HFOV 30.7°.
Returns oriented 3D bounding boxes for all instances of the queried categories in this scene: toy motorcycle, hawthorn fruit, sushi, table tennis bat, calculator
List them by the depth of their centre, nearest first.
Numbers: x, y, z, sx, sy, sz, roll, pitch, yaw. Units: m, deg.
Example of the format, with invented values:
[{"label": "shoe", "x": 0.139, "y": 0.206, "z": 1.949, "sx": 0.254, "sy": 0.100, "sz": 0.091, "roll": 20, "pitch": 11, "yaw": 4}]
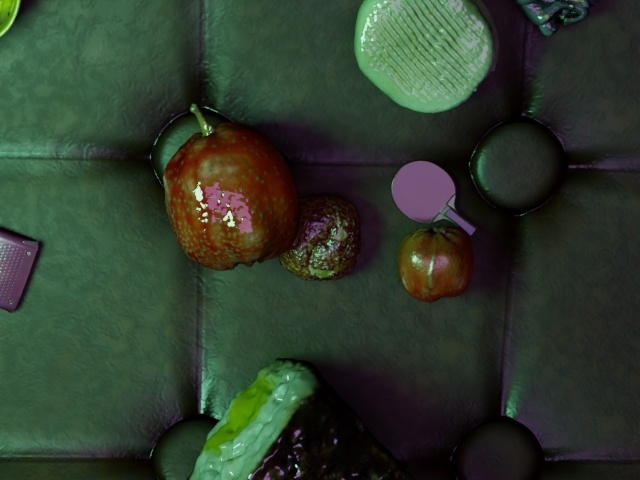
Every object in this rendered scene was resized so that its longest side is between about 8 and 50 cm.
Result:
[{"label": "hawthorn fruit", "x": -0.138, "y": -0.084, "z": 1.727, "sx": 0.205, "sy": 0.205, "sz": 0.253, "roll": -14, "pitch": 98, "yaw": -1}, {"label": "toy motorcycle", "x": 0.343, "y": -0.375, "z": 1.763, "sx": 0.193, "sy": 0.061, "sz": 0.124, "roll": 14, "pitch": 95, "yaw": -15}, {"label": "sushi", "x": -0.036, "y": 0.379, "z": 1.797, "sx": 0.299, "sy": 0.281, "sz": 0.294, "roll": -44, "pitch": 108, "yaw": -1}, {"label": "calculator", "x": -0.545, "y": 0.027, "z": 1.808, "sx": 0.190, "sy": 0.034, "sz": 0.127, "roll": 21, "pitch": 102, "yaw": -7}, {"label": "hawthorn fruit", "x": 0.181, "y": 0.036, "z": 1.821, "sx": 0.128, "sy": 0.128, "sz": 0.128, "roll": -1, "pitch": 103, "yaw": -4}, {"label": "table tennis bat", "x": 0.183, "y": -0.062, "z": 1.848, "sx": 0.158, "sy": 0.014, "sz": 0.095, "roll": 38, "pitch": 96, "yaw": -9}]

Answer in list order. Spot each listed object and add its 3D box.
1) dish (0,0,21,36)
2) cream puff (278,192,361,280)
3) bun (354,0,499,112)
[{"label": "dish", "x": -0.499, "y": -0.369, "z": 1.697, "sx": 0.148, "sy": 0.080, "sz": 0.208, "roll": 17, "pitch": 102, "yaw": -4}, {"label": "cream puff", "x": 0.000, "y": 0.000, "z": 1.813, "sx": 0.149, "sy": 0.084, "sz": 0.149, "roll": -1, "pitch": 104, "yaw": -2}, {"label": "bun", "x": 0.156, "y": -0.304, "z": 1.744, "sx": 0.221, "sy": 0.108, "sz": 0.221, "roll": 0, "pitch": 110, "yaw": 1}]
